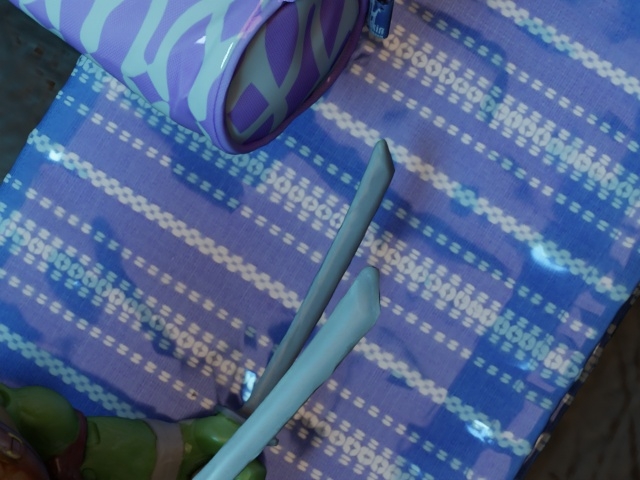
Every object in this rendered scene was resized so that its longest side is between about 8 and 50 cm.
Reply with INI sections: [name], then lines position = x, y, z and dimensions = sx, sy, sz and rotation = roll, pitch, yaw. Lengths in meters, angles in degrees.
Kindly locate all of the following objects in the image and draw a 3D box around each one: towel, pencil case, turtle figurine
[towel]
position = 0.000, 0.000, 0.686
dimensions = 0.243, 0.040, 0.336
rotation = 32, 87, 2
[pencil case]
position = -0.078, -0.116, 0.642
dimensions = 0.206, 0.088, 0.086
rotation = 35, 61, 19
[turtle figurine]
position = -0.056, 0.121, 0.566
dimensions = 0.274, 0.198, 0.266
rotation = -11, 103, -18
